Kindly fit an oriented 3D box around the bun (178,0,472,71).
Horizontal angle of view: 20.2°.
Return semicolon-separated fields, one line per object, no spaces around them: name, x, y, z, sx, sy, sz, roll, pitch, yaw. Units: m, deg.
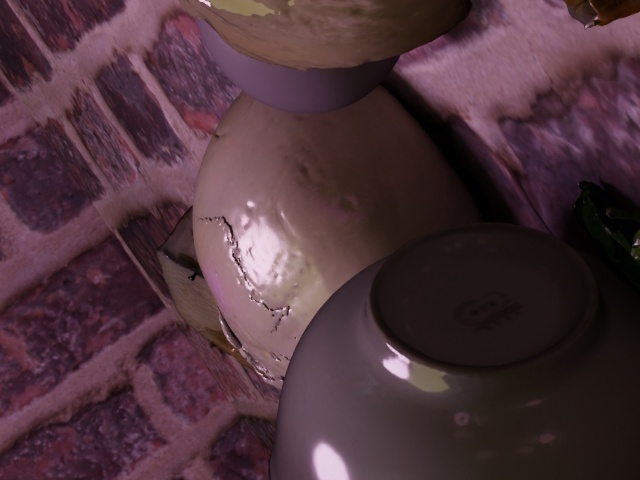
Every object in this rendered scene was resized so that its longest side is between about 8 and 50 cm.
bun;-0.044;-0.263;1.103;0.364;0.202;0.364;163;90;-89

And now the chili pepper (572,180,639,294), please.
chili pepper;0.239;0.002;1.252;0.122;0.065;0.279;33;179;1

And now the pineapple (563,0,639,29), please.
pineapple;0.143;-0.220;1.042;0.236;0.114;0.186;58;169;24

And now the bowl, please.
bowl;0.128;0.110;1.382;0.354;0.353;0.185;40;148;42

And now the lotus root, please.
lotus root;-0.036;0.076;2.161;0.267;0.149;0.260;29;162;17

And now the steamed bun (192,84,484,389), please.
steamed bun;0.000;0.000;1.689;0.334;0.233;0.312;44;163;28

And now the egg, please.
egg;-0.014;-0.204;1.385;0.176;0.176;0.232;43;154;34
